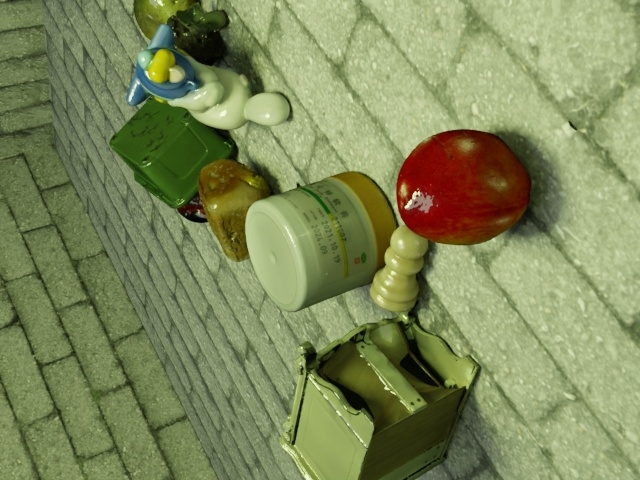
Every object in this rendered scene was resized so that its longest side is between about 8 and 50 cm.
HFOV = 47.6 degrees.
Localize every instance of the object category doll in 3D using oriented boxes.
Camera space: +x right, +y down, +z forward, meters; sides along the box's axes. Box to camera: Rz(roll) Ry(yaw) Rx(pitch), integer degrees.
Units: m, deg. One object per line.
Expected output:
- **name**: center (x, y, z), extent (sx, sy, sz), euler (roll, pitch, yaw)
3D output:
- **doll**: center (-0.295, -0.372, 1.691), extent (0.376, 0.366, 0.186), euler (-6, 71, 48)

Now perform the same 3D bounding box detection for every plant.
- **plant**: center (-0.313, -0.506, 1.825), extent (0.203, 0.143, 0.131), euler (114, 140, -65)

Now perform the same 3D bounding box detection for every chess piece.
- **chess piece**: center (0.159, 0.046, 1.381), extent (0.094, 0.094, 0.170), euler (48, 137, 37)

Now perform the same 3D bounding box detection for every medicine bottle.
- **medicine bottle**: center (0.000, 0.000, 1.467), extent (0.238, 0.232, 0.237), euler (38, 138, 45)

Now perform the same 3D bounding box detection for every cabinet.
- **cabinet**: center (0.106, 0.322, 1.424), extent (0.227, 0.290, 0.317), euler (46, 141, 35)

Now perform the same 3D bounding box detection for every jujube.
- **jujube**: center (-0.332, -0.125, 2.078), extent (0.236, 0.168, 0.168), euler (26, 130, 49)

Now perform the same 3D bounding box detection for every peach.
- **peach**: center (0.203, -0.077, 1.091), extent (0.197, 0.197, 0.197), euler (40, 140, 45)

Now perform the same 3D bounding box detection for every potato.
- **potato**: center (-0.411, -0.618, 1.906), extent (0.228, 0.149, 0.197), euler (21, 130, 62)

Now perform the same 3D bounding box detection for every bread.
- **bread**: center (-0.202, -0.081, 1.852), extent (0.246, 0.176, 0.195), euler (79, 166, -47)

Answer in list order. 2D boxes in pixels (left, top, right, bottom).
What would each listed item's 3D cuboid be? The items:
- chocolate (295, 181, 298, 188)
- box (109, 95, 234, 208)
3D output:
- **chocolate**: center (-0.047, -0.065, 1.667), extent (0.182, 0.028, 0.086), euler (-98, 4, -61)
- **box**: center (-0.419, -0.260, 2.002), extent (0.329, 0.252, 0.177), euler (31, 166, 46)
